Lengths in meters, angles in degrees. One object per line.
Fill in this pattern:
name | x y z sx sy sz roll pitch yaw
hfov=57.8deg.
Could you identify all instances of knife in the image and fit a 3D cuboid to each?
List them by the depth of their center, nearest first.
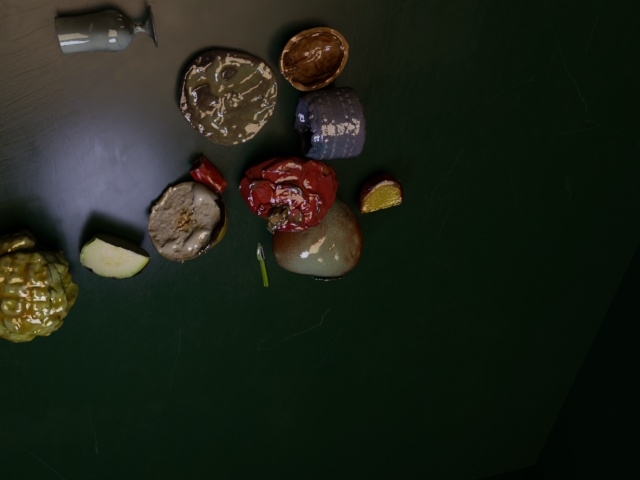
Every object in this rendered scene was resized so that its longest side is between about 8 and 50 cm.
knife | -0.202 0.088 2.010 0.026 0.022 0.184 -33 131 -34

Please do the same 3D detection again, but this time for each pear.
pear | -0.371 -0.050 1.767 0.267 0.267 0.178 -47 159 9

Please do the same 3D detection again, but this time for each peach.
peach | 0.199 -0.160 1.986 0.172 0.092 0.127 -34 123 14

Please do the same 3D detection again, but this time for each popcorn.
popcorn | -0.827 0.142 1.624 0.274 0.279 0.336 -26 116 -30

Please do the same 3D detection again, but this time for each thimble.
thimble | 0.024 -0.341 1.707 0.172 0.236 0.205 -8 95 -12

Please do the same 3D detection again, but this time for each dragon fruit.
dragon fruit | -0.091 -0.140 1.734 0.316 0.205 0.152 -7 158 -3

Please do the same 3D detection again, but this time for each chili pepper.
chili pepper | -0.335 -0.189 1.745 0.070 0.073 0.123 -43 122 -1

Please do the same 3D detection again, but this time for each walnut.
walnut | -0.027 -0.523 1.660 0.211 0.087 0.167 -24 120 -10

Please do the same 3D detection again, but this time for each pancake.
pancake | -0.265 -0.407 1.655 0.294 0.049 0.294 -13 125 -20

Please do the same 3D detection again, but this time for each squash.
squash | -0.634 0.037 1.771 0.192 0.085 0.184 27 136 -31

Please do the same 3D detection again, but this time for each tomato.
tomato | 0.000 0.000 1.905 0.303 0.239 0.304 -10 119 -18

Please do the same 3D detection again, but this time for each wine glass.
wine glass | -0.529 -0.520 1.437 0.231 0.103 0.103 -10 124 -13
